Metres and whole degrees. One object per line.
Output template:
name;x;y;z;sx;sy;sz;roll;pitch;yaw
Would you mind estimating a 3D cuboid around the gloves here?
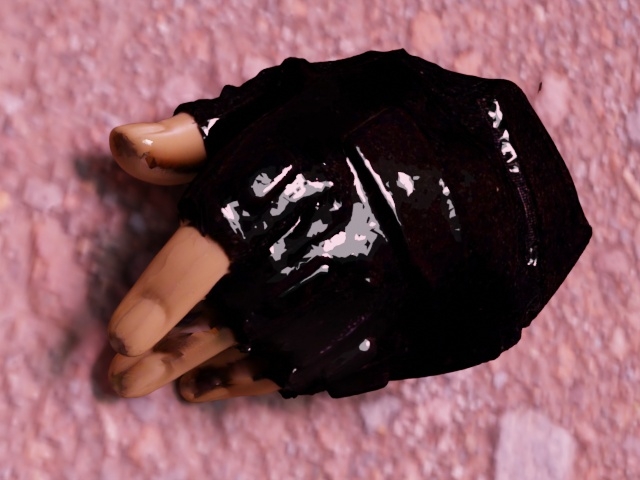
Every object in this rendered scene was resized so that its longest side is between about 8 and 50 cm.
gloves;0.000;0.000;0.708;0.164;0.124;0.203;47;42;5
